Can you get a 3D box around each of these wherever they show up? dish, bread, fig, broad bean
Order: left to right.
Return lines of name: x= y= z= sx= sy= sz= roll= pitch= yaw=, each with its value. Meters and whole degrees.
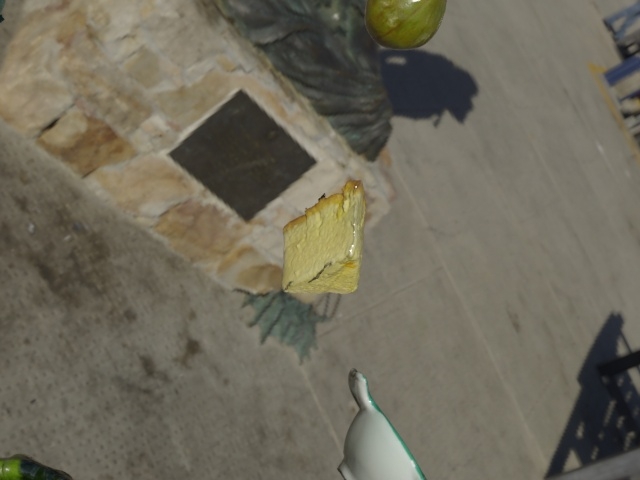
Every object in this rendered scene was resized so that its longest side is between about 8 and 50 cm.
broad bean: x=-0.341 y=0.302 z=1.100 sx=0.061 sy=0.195 sz=0.046 roll=18 pitch=88 yaw=-50
bread: x=0.000 y=0.000 z=0.808 sx=0.109 sy=0.080 sz=0.084 roll=86 pitch=7 yaw=-65
dish: x=0.070 y=0.272 z=1.014 sx=0.246 sy=0.078 sz=0.224 roll=61 pitch=-6 yaw=0
fig: x=0.168 y=-0.362 z=1.325 sx=0.124 sy=0.236 sz=0.124 roll=11 pitch=74 yaw=-41

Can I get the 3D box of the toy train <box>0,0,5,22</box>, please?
toy train: x=-0.414 y=-0.306 z=0.910 sx=0.163 sy=0.112 sz=0.203 roll=-36 pitch=95 yaw=-35
